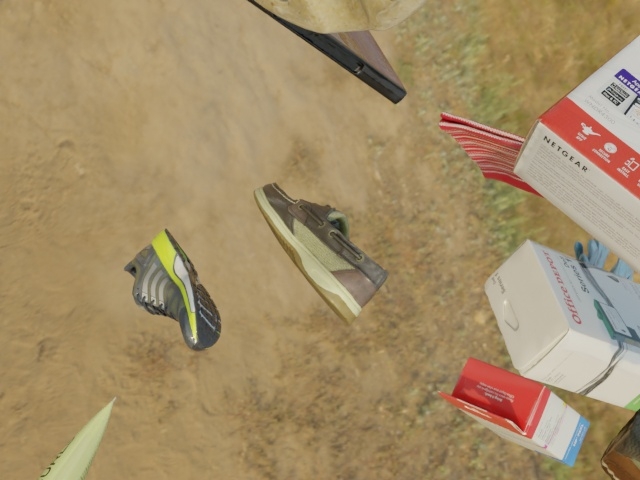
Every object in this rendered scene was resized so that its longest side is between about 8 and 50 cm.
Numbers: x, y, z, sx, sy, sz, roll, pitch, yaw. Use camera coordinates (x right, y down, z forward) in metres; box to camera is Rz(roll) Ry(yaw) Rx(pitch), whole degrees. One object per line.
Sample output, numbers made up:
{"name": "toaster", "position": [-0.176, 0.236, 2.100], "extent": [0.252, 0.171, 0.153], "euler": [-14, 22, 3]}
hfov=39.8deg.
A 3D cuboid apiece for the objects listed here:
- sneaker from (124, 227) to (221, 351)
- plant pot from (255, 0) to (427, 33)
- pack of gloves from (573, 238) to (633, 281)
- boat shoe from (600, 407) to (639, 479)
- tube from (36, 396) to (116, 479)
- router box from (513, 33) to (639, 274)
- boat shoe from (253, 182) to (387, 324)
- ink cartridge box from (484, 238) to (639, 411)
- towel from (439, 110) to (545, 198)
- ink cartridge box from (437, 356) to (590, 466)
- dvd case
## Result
{"name": "sneaker", "position": [-0.276, 0.109, 1.641], "extent": [0.111, 0.121, 0.300], "euler": [54, 1, -43]}
{"name": "plant pot", "position": [0.057, -0.322, 0.633], "extent": [0.334, 0.333, 0.305], "euler": [48, 59, -19]}
{"name": "pack of gloves", "position": [0.410, 0.041, 1.301], "extent": [0.195, 0.046, 0.232], "euler": [-35, 139, -33]}
{"name": "boat shoe", "position": [0.322, 0.242, 0.572], "extent": [0.324, 0.120, 0.122], "euler": [38, 36, 21]}
{"name": "tube", "position": [-0.312, 0.294, 1.036], "extent": [0.240, 0.070, 0.062], "euler": [-60, 136, -41]}
{"name": "router box", "position": [0.406, -0.064, 0.836], "extent": [0.335, 0.082, 0.301], "euler": [42, 62, 18]}
{"name": "boat shoe", "position": [0.000, 0.000, 0.929], "extent": [0.223, 0.073, 0.080], "euler": [52, -5, 49]}
{"name": "ink cartridge box", "position": [0.331, 0.108, 1.098], "extent": [0.219, 0.093, 0.160], "euler": [19, 35, -27]}
{"name": "towel", "position": [0.334, -0.139, 1.557], "extent": [0.275, 0.198, 0.031], "euler": [31, 84, -58]}
{"name": "ink cartridge box", "position": [0.286, 0.247, 1.299], "extent": [0.231, 0.134, 0.078], "euler": [38, 75, -45]}
{"name": "dvd case", "position": [-0.026, -0.250, 0.904], "extent": [0.253, 0.022, 0.180], "euler": [27, 28, -39]}
